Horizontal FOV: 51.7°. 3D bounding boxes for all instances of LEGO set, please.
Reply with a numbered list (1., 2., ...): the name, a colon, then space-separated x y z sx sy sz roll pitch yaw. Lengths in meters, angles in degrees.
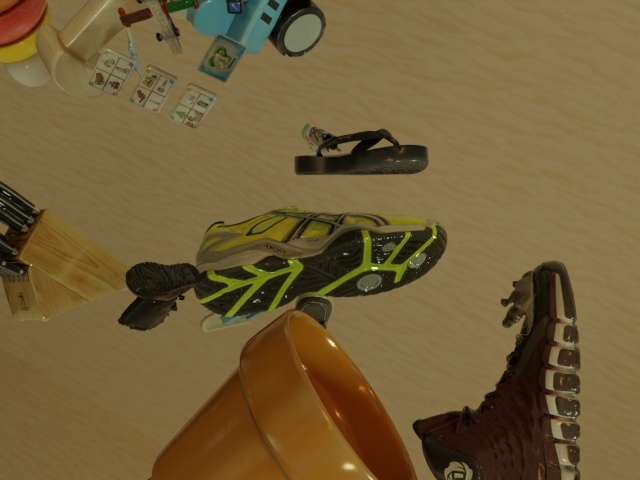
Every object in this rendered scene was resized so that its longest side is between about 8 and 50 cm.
1. LEGO set: -0.213 -0.290 0.972 0.244 0.182 0.060 -45 -144 40

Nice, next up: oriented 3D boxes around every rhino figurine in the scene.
1. rhino figurine: 0.530 0.157 1.736 0.106 0.073 0.243 -45 178 42

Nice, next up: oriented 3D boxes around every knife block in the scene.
1. knife block: -0.452 -0.002 1.081 0.275 0.088 0.242 -23 106 -54

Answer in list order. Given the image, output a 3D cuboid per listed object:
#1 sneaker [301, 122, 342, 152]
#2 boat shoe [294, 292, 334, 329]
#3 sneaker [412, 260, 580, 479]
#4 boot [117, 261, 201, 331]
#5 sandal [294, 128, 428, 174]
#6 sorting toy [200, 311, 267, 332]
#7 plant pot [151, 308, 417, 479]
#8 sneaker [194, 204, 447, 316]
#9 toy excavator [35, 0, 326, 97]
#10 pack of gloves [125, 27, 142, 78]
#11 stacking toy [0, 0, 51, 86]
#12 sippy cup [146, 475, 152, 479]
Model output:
1. sneaker: 0.012 -0.170 1.176 0.038 0.069 0.098 -63 154 0
2. boat shoe: -0.022 0.176 1.352 0.223 0.080 0.073 113 -14 -57
3. sneaker: 0.174 0.156 0.663 0.106 0.162 0.282 40 52 -62
4. boot: -0.209 0.070 0.798 0.099 0.045 0.121 -42 163 22
5. sandal: 0.034 -0.107 0.807 0.097 0.254 0.055 -2 96 -28
6. sorting toy: -0.100 0.108 1.235 0.208 0.038 0.193 -36 166 19
7. plant pot: -0.044 0.199 0.613 0.188 0.205 0.205 -36 169 8
8. sneaker: 0.000 0.000 0.989 0.145 0.384 0.147 93 -12 -47
9. toy excavator: -0.208 -0.430 1.109 0.445 0.222 0.433 -7 143 -45
10. pack of gloves: -0.552 -0.532 1.909 0.046 0.195 0.232 -16 164 -10
11. stacking toy: -0.727 -0.518 1.495 0.351 0.350 0.480 -58 163 -24
12. sippy cup: -0.278 0.584 1.275 0.224 0.240 0.305 -49 -179 -12
